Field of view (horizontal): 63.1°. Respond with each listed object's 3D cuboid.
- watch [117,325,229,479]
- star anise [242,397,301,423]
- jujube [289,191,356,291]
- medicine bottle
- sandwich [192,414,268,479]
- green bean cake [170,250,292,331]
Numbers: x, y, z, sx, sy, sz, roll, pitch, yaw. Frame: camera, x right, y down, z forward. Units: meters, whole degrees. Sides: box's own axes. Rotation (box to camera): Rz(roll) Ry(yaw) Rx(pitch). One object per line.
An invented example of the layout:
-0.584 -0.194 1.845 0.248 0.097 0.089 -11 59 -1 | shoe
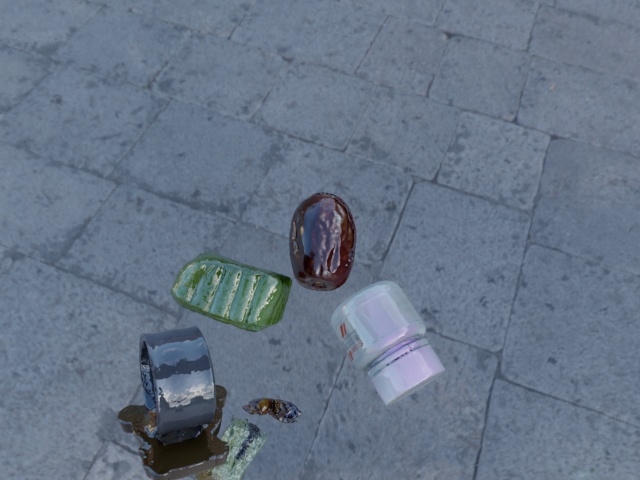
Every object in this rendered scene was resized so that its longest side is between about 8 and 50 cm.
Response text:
-0.383 0.411 1.415 0.314 0.326 0.335 -7 25 -25 | watch
-0.129 0.456 1.416 0.168 0.168 0.057 12 65 7 | star anise
0.000 0.000 1.312 0.184 0.183 0.243 6 66 3 | jujube
0.196 0.297 1.519 0.241 0.241 0.301 -25 66 -16 | medicine bottle
-0.284 0.679 1.577 0.131 0.325 0.262 32 26 4 | sandwich
-0.180 0.103 1.086 0.222 0.248 0.124 18 85 2 | green bean cake
